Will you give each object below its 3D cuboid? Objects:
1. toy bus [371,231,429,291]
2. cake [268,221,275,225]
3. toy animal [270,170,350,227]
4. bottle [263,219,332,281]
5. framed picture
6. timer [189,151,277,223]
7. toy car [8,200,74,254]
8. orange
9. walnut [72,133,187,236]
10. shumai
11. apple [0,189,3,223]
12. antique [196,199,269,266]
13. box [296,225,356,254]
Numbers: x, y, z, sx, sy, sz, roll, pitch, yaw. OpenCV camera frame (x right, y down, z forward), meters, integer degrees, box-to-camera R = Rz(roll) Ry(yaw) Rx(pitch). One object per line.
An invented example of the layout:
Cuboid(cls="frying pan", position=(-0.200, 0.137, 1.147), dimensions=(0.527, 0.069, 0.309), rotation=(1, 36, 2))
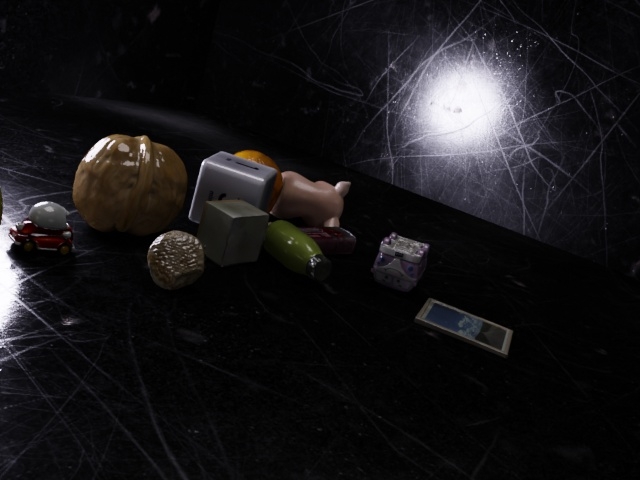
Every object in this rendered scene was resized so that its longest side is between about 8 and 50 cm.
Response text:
Cuboid(cls="toy bus", position=(0.247, 0.068, 2.024), dimensions=(0.141, 0.142, 0.202), rotation=(20, 15, 14))
Cuboid(cls="cake", position=(-0.127, -0.006, 2.067), dimensions=(0.121, 0.065, 0.052), rotation=(32, 23, 26))
Cuboid(cls="toy animal", position=(-0.051, -0.136, 2.385), dimensions=(0.256, 0.195, 0.213), rotation=(14, -7, -11))
Cuboid(cls="bottle", position=(-0.063, 0.034, 1.884), dimensions=(0.112, 0.112, 0.260), rotation=(4, 20, -37))
Cuboid(cls="framed picture", position=(0.395, 0.238, 1.821), dimensions=(0.259, 0.023, 0.189), rotation=(22, 19, 16))
Cuboid(cls="timer", position=(-0.257, -0.138, 1.984), dimensions=(0.194, 0.193, 0.194), rotation=(18, 18, 2))
Cuboid(cls="toy car", position=(-0.637, -0.035, 1.531), dimensions=(0.139, 0.112, 0.112), rotation=(1, 22, -45))
Cuboid(cls="orange", position=(-0.240, -0.184, 2.234), dimensions=(0.239, 0.240, 0.240), rotation=(15, 15, -4))
Cuboid(cls="walnut", position=(-0.508, -0.151, 1.795), dimensions=(0.296, 0.285, 0.285), rotation=(14, 14, -32))
Cuboid(cls="shumai", position=(-0.344, 0.051, 1.565), dimensions=(0.145, 0.146, 0.116), rotation=(12, -21, -14))
Cuboid(cls="apple", position=(-0.775, -0.082, 1.342), dimensions=(0.246, 0.226, 0.246), rotation=(13, 14, -3))
Cuboid(cls="antique", position=(-0.249, -0.025, 1.823), dimensions=(0.148, 0.152, 0.146), rotation=(30, 22, 32))
Cuboid(cls="box", position=(0.000, 0.000, 2.151), dimensions=(0.224, 0.069, 0.120), rotation=(-2, 24, -45))
